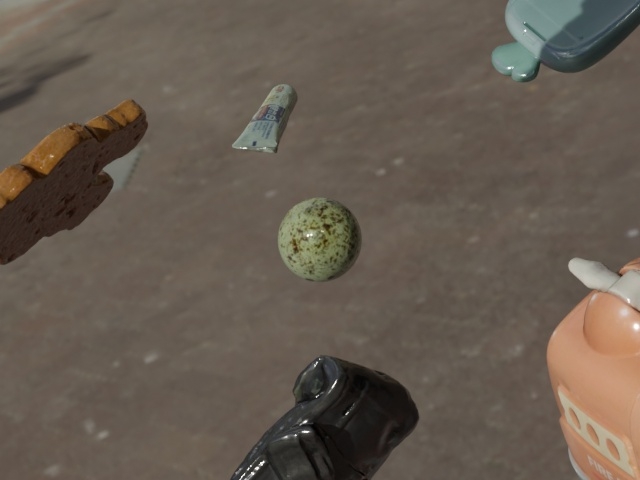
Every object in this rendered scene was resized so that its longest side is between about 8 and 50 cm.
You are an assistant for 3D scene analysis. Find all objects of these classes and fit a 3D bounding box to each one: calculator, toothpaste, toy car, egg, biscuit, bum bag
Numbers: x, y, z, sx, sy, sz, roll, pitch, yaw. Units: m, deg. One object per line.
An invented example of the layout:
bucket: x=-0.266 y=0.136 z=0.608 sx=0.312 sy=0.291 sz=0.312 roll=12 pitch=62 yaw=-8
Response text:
calculator: x=0.368 y=-0.338 z=2.066 sx=0.299 sy=0.041 sz=0.185 roll=-41 pitch=55 yaw=1
toothpaste: x=-0.065 y=-0.162 z=1.931 sx=0.060 sy=0.038 sz=0.233 roll=4 pitch=25 yaw=9
toy car: x=0.265 y=0.115 z=0.944 sx=0.180 sy=0.212 sz=0.270 roll=-40 pitch=34 yaw=-11
egg: x=0.000 y=0.000 z=1.459 sx=0.085 sy=0.085 sz=0.110 roll=-19 pitch=-8 yaw=4
biscuit: x=-0.325 y=-0.064 z=1.732 sx=0.202 sy=0.047 sz=0.334 roll=-55 pitch=-8 yaw=29
bum bag: x=-0.032 y=0.190 z=1.055 sx=0.248 sy=0.123 sz=0.060 roll=-46 pitch=45 yaw=9
